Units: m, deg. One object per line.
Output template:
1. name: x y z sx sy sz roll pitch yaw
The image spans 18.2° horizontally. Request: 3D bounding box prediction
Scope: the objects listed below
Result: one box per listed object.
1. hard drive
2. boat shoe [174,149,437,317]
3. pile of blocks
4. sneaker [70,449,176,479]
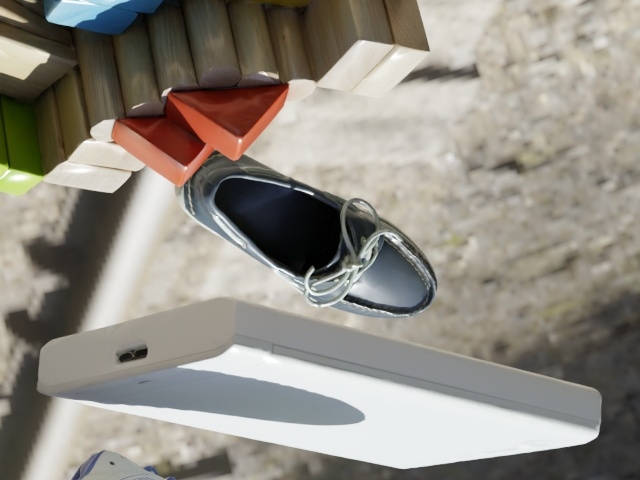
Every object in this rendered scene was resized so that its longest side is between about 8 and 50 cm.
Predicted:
1. hard drive: 0.002 0.097 1.289 0.307 0.040 0.203 17 159 -38
2. boat shoe: 0.000 0.000 1.634 0.254 0.079 0.095 34 91 -26
3. pile of blocks: -0.105 -0.080 0.949 0.362 0.112 0.149 -20 152 14
4. sneaker: -0.094 0.180 1.227 0.296 0.131 0.112 -2 143 -31
